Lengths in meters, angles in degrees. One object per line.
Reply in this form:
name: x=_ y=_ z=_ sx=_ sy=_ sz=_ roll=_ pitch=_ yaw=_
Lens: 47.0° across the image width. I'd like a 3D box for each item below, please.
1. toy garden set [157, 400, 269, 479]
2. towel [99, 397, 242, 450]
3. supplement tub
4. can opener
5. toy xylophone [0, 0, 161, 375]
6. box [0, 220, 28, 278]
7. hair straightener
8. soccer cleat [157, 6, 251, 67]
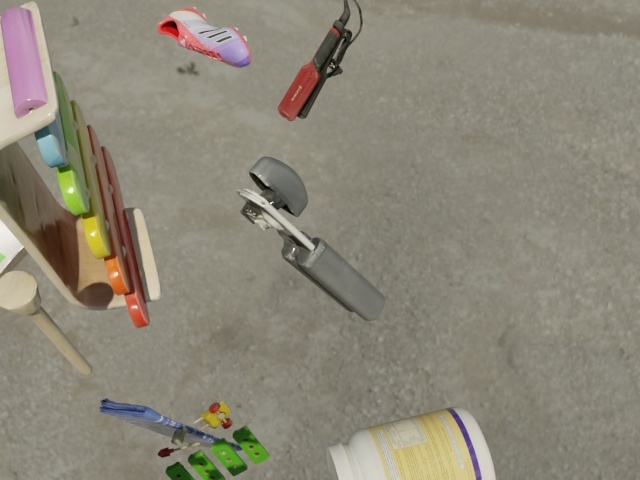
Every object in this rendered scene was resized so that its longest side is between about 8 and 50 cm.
toy garden set: x=-0.284 y=0.518 z=1.849 sx=0.244 sy=0.204 sz=0.049 roll=-29 pitch=23 yaw=9
towel: x=-0.398 y=0.495 z=1.965 sx=0.243 sy=0.336 sz=0.040 roll=-7 pitch=59 yaw=44
supplement tub: x=0.196 y=0.521 z=1.645 sx=0.331 sy=0.241 sz=0.241 roll=-11 pitch=35 yaw=-8
can opener: x=0.000 y=0.000 z=0.972 sx=0.076 sy=0.283 sz=0.095 roll=23 pitch=75 yaw=51
toy xylophone: x=-0.212 y=-0.021 z=0.626 sx=0.081 sy=0.322 sz=0.236 roll=-17 pitch=70 yaw=-6
box: x=-0.477 y=-0.028 z=0.937 sx=0.103 sy=0.203 sz=0.114 roll=-50 pitch=13 yaw=-10
hair straightener: x=0.007 y=-0.310 z=1.263 sx=0.047 sy=0.230 sz=0.089 roll=37 pitch=26 yaw=18
soccer cleat: x=-0.237 y=-0.408 z=1.510 sx=0.095 sy=0.083 sz=0.248 roll=-33 pitch=53 yaw=-25
